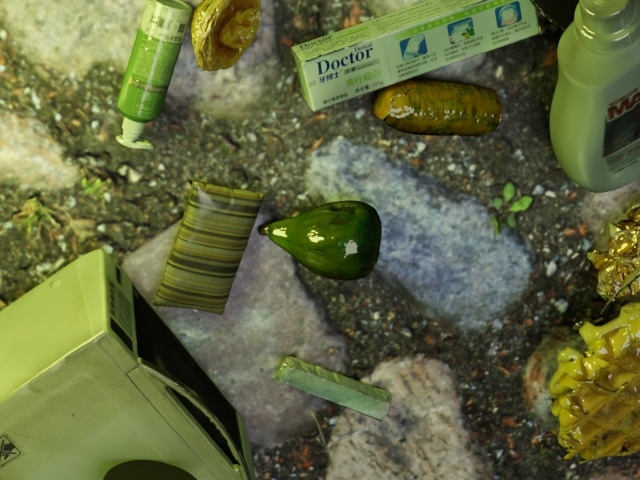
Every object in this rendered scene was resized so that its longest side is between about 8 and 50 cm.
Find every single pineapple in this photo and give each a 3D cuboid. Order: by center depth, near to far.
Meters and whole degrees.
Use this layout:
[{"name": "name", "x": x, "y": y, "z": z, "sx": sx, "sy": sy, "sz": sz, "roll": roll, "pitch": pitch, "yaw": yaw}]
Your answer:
[{"name": "pineapple", "x": 0.554, "y": -0.008, "z": 2.080, "sx": 0.334, "sy": 0.158, "sz": 0.161, "roll": -13, "pitch": 103, "yaw": -2}]

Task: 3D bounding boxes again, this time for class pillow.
[{"name": "pillow", "x": -0.159, "y": 0.012, "z": 1.944, "sx": 0.113, "sy": 0.038, "sz": 0.203, "roll": 11, "pitch": 114, "yaw": -26}]

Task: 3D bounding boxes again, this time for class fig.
[{"name": "fig", "x": 0.000, "y": 0.000, "z": 1.956, "sx": 0.177, "sy": 0.117, "sz": 0.117, "roll": 3, "pitch": 117, "yaw": -7}]

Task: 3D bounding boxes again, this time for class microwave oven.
[{"name": "microwave oven", "x": -0.308, "y": 0.262, "z": 1.909, "sx": 0.333, "sy": 0.247, "sz": 0.394, "roll": -33, "pitch": 122, "yaw": 3}]

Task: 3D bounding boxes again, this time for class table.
[{"name": "table", "x": -0.216, "y": 0.335, "z": 1.754, "sx": 0.133, "sy": 0.133, "sz": 0.043, "roll": 5, "pitch": 114, "yaw": -20}]

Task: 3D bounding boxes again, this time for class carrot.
[{"name": "carrot", "x": 0.162, "y": -0.185, "z": 1.916, "sx": 0.173, "sy": 0.082, "sz": 0.082, "roll": 5, "pitch": 116, "yaw": -23}]

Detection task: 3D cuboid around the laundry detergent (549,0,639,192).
[{"name": "laundry detergent", "x": 0.418, "y": -0.234, "z": 1.845, "sx": 0.264, "sy": 0.125, "sz": 0.398, "roll": -32, "pitch": 151, "yaw": 2}]

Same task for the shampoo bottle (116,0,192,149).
[{"name": "shampoo bottle", "x": -0.222, "y": -0.216, "z": 1.787, "sx": 0.065, "sy": 0.065, "sz": 0.204, "roll": 11, "pitch": 113, "yaw": -22}]

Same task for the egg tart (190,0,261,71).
[{"name": "egg tart", "x": -0.129, "y": -0.276, "z": 1.772, "sx": 0.130, "sy": 0.052, "sz": 0.130, "roll": -45, "pitch": 152, "yaw": -32}]

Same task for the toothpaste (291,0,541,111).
[{"name": "toothpaste", "x": 0.130, "y": -0.274, "z": 1.866, "sx": 0.336, "sy": 0.067, "sz": 0.081, "roll": -20, "pitch": 122, "yaw": -6}]

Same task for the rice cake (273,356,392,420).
[{"name": "rice cake", "x": 0.022, "y": 0.227, "z": 2.118, "sx": 0.211, "sy": 0.034, "sz": 0.043, "roll": 24, "pitch": 116, "yaw": -27}]

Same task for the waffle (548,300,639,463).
[{"name": "waffle", "x": 0.547, "y": 0.221, "z": 2.208, "sx": 0.382, "sy": 0.095, "sz": 0.380, "roll": -19, "pitch": 139, "yaw": -4}]

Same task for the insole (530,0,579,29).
[{"name": "insole", "x": 0.272, "y": -0.393, "z": 1.829, "sx": 0.348, "sy": 0.009, "sz": 0.119, "roll": 35, "pitch": 80, "yaw": -17}]
